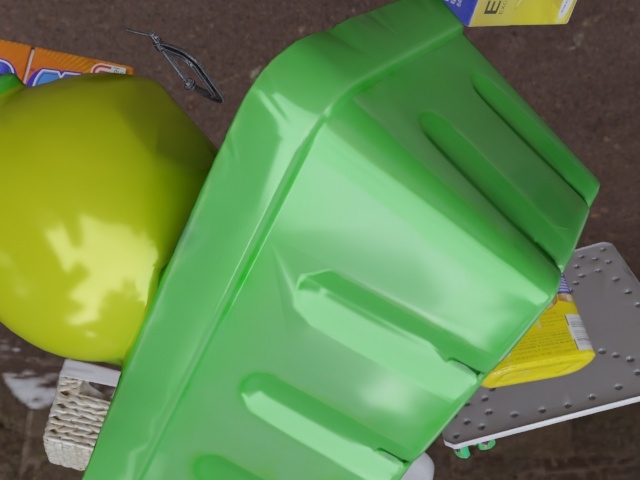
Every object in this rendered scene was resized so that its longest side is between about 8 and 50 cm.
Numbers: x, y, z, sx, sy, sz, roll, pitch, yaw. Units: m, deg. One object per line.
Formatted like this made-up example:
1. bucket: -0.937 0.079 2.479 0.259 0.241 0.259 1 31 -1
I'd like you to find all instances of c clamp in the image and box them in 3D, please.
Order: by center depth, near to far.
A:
1. c clamp: -0.223 -0.282 1.217 0.137 0.022 0.160 22 162 35

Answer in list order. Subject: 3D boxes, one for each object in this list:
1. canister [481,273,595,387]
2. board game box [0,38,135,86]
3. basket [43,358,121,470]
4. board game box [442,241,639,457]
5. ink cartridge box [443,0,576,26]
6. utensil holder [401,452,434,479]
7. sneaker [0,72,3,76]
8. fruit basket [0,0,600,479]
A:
1. canister: 0.198 0.058 0.781 0.126 0.170 0.073 -7 152 -13
2. board game box: -0.556 -0.138 1.453 0.356 0.356 0.356 10 167 -6
3. basket: -0.296 0.238 0.982 0.113 0.103 0.167 16 149 -9
4. board game box: 0.376 0.175 1.293 0.390 0.390 0.050 -17 121 9
5. ink cartridge box: 0.271 -0.432 0.975 0.307 0.072 0.303 -16 136 -37
6. utensil holder: -0.009 0.513 1.196 0.328 0.385 0.327 11 149 7
7. sneaker: -0.396 -0.129 1.010 0.130 0.147 0.330 -30 161 -12
8. fruit basket: -0.068 0.002 0.493 0.392 0.392 0.283 -18 -167 33
